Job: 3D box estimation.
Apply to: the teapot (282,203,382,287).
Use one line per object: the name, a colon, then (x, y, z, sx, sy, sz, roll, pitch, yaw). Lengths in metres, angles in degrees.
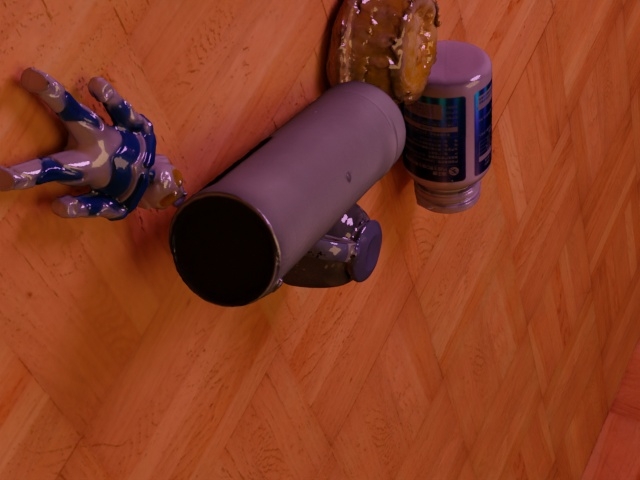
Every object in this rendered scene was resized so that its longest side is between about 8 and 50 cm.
teapot: (0.005, -0.008, 1.450, 0.111, 0.108, 0.149, -66, 154, -20)

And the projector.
projector: (-0.020, -0.052, 1.328, 0.337, 0.108, 0.108, -45, 143, -58)

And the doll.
doll: (-0.166, -0.066, 1.131, 0.227, 0.057, 0.114, 21, 82, -63)

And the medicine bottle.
medicine bottle: (0.149, -0.130, 1.675, 0.107, 0.107, 0.191, -49, 146, -42)

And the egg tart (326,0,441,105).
egg tart: (0.075, -0.213, 1.521, 0.191, 0.074, 0.191, -38, 135, -52)
